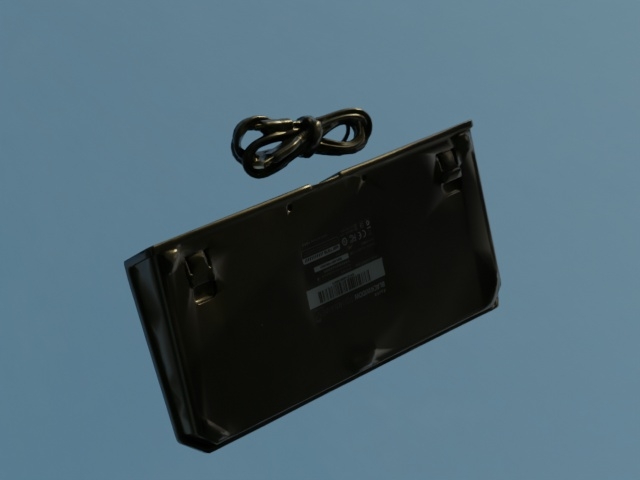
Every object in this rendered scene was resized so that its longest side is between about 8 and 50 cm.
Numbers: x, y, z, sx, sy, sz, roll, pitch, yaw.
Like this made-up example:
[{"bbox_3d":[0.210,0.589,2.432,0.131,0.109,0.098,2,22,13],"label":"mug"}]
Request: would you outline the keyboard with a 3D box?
[{"bbox_3d":[0.000,0.000,0.749,0.180,0.023,0.108,-24,-74,-43],"label":"keyboard"}]
